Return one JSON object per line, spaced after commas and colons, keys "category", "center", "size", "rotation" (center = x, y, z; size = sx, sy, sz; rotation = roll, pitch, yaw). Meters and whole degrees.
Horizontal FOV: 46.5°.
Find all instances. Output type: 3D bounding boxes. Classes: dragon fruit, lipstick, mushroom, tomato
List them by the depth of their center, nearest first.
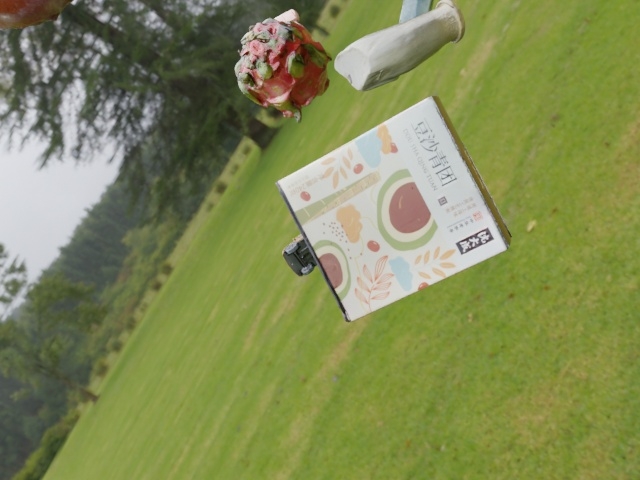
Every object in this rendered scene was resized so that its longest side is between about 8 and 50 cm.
{"category": "mushroom", "center": [0.149, -0.354, 1.367], "size": [0.246, 0.096, 0.108], "rotation": [-27, 5, 1]}
{"category": "tomato", "center": [-0.756, -0.661, 1.759], "size": [0.289, 0.335, 0.176], "rotation": [-38, 1, -11]}
{"category": "lipstick", "center": [0.243, -0.606, 1.811], "size": [0.077, 0.076, 0.290], "rotation": [-47, -29, -73]}
{"category": "dragon fruit", "center": [-0.093, -0.456, 1.973], "size": [0.302, 0.237, 0.231], "rotation": [1, -58, -60]}

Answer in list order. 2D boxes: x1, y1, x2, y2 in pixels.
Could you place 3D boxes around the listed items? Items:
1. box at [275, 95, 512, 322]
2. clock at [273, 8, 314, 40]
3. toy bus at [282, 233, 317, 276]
{"category": "box", "center": [0.154, -0.064, 1.589], "size": [0.385, 0.345, 0.122], "rotation": [-27, 1, 19]}
{"category": "clock", "center": [-0.079, -0.569, 2.369], "size": [0.142, 0.227, 0.241], "rotation": [-30, -16, -2]}
{"category": "toy bus", "center": [0.000, 0.000, 1.816], "size": [0.194, 0.083, 0.088], "rotation": [-35, 18, 2]}
